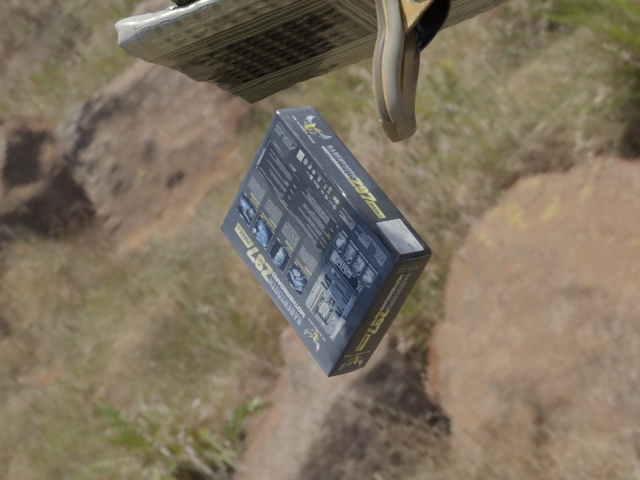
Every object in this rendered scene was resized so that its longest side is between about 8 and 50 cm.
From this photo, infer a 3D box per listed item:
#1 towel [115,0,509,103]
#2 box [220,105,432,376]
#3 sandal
[{"bbox_3d":[0.018,-0.210,1.211,0.324,0.056,0.312,-20,-8,15],"label":"towel"},{"bbox_3d":[0.000,0.000,1.547,0.233,0.059,0.183,52,133,29],"label":"box"},{"bbox_3d":[0.064,-0.155,0.967,0.049,0.072,0.180,-2,80,19],"label":"sandal"}]
